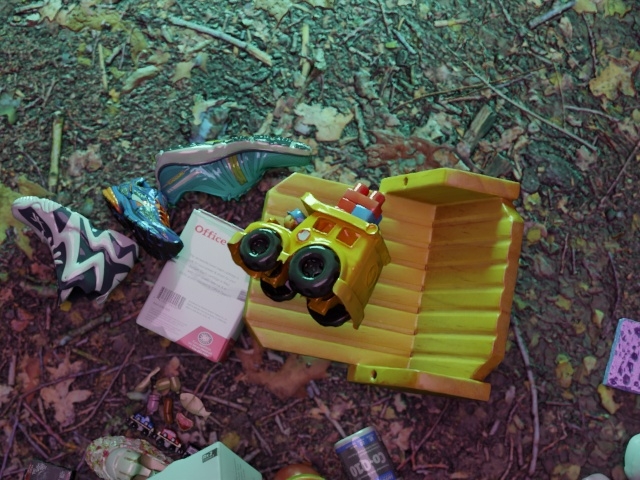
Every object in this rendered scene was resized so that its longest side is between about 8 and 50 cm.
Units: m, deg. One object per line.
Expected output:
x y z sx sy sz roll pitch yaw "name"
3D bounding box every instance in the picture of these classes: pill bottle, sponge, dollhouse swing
0.084 0.378 1.912 0.078 0.078 0.137 -27 79 -1 "pill bottle"
0.583 0.210 1.934 0.210 0.031 0.117 15 81 6 "sponge"
0.092 0.049 1.856 0.305 0.315 0.347 16 80 -27 "dollhouse swing"

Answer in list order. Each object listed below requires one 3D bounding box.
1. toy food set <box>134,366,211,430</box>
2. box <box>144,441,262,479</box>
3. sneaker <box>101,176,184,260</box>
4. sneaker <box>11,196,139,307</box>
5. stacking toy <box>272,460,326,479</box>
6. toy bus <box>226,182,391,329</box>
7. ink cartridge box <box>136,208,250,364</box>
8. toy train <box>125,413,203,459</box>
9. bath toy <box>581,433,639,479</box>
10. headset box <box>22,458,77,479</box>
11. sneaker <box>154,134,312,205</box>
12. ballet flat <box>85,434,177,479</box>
-0.251 0.274 1.984 0.078 0.019 0.122 -44 88 -4 "toy food set"
-0.185 0.434 1.776 0.181 0.119 0.182 -30 39 19 "box"
-0.288 -0.047 1.976 0.087 0.083 0.221 -36 47 -14 "sneaker"
-0.442 0.031 1.999 0.235 0.094 0.153 25 74 -2 "sneaker"
-0.057 0.531 1.906 0.309 0.130 0.279 -40 106 -1 "stacking toy"
0.000 0.000 1.799 0.220 0.149 0.211 23 73 25 "toy bus"
-0.186 0.078 1.977 0.158 0.092 0.218 26 84 8 "ink cartridge box"
-0.255 0.332 1.968 0.158 0.027 0.036 29 79 8 "toy train"
0.440 0.440 1.854 0.348 0.129 0.151 -36 79 -4 "bath toy"
-0.458 0.403 1.965 0.083 0.032 0.062 14 80 7 "headset box"
-0.146 -0.123 2.022 0.275 0.107 0.110 -8 99 7 "sneaker"
-0.281 0.383 1.936 0.241 0.077 0.091 19 82 7 "ballet flat"
